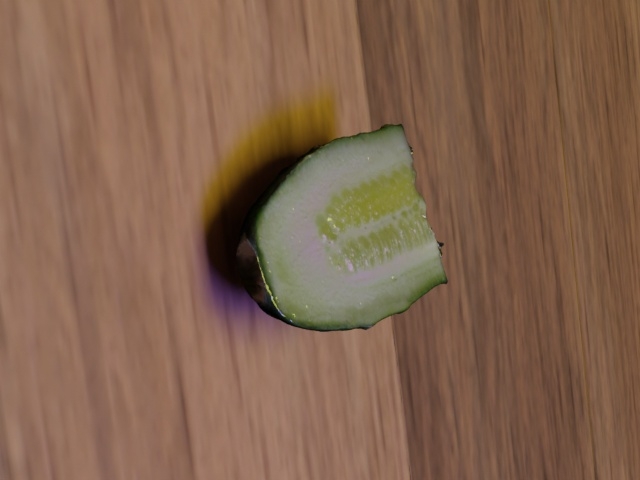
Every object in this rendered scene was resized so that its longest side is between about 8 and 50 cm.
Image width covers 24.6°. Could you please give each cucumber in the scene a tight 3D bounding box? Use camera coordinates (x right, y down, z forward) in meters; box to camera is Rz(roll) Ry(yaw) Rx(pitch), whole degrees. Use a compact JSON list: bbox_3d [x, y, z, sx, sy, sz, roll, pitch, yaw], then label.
[{"bbox_3d":[0.000,0.000,0.518,0.107,0.035,0.067,-20,95,-54],"label":"cucumber"}]
